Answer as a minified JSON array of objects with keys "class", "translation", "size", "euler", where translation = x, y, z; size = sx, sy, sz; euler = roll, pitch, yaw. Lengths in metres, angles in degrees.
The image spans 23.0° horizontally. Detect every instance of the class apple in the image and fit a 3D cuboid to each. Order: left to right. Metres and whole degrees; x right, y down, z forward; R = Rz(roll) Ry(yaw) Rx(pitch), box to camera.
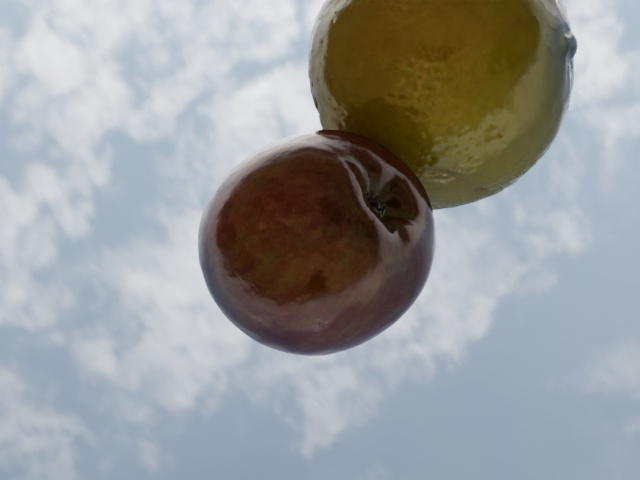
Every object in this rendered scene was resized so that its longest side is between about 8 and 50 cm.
[{"class":"apple","translation":[0.000,0.000,1.303],"size":[0.174,0.188,0.188],"euler":[-31,-128,41]}]

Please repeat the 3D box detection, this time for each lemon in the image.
[{"class":"lemon","translation":[0.122,-0.151,1.410],"size":[0.219,0.240,0.240],"euler":[-13,-120,25]}]
